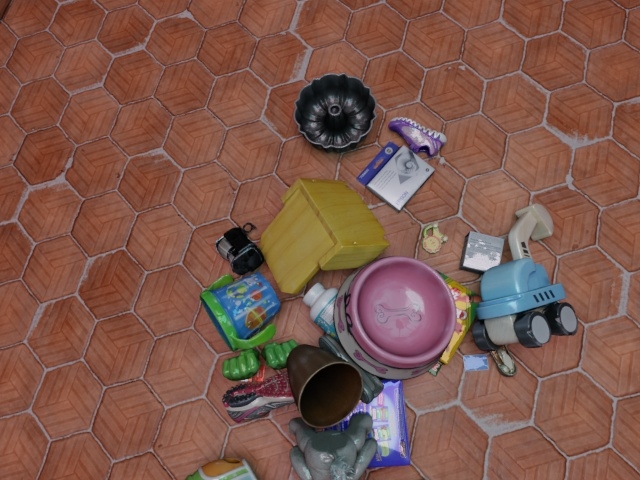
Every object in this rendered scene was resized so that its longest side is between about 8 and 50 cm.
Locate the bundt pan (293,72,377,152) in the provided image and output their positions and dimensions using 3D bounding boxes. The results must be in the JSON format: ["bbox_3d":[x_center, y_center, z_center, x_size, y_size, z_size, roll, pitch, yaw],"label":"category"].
[{"bbox_3d":[0.062,-0.492,1.813,0.330,0.124,0.331,-1,75,5],"label":"bundt pan"}]

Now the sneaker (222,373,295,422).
[{"bbox_3d":[-0.183,0.548,1.575,0.298,0.121,0.112,-12,111,9],"label":"sneaker"}]

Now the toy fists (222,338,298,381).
[{"bbox_3d":[-0.202,0.413,1.569,0.278,0.142,0.096,-13,74,-10],"label":"toy fists"}]

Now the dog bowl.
[{"bbox_3d":[0.252,0.233,1.465,0.407,0.150,0.409,3,68,-7],"label":"dog bowl"}]

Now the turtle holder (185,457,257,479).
[{"bbox_3d":[-0.286,0.852,1.438,0.227,0.243,0.320,-30,65,-21],"label":"turtle holder"}]

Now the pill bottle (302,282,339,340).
[{"bbox_3d":[0.062,0.268,1.604,0.264,0.146,0.146,40,82,14],"label":"pill bottle"}]

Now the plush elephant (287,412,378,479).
[{"bbox_3d":[0.048,0.696,1.328,0.271,0.330,0.256,-5,98,-4],"label":"plush elephant"}]

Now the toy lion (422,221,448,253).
[{"bbox_3d":[0.421,-0.006,1.705,0.096,0.034,0.100,-33,75,4],"label":"toy lion"}]

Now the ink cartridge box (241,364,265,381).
[{"bbox_3d":[-0.261,0.477,1.638,0.114,0.029,0.063,3,75,6],"label":"ink cartridge box"}]

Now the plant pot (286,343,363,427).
[{"bbox_3d":[-0.017,0.429,1.437,0.215,0.230,0.216,-8,108,-25],"label":"plant pot"}]

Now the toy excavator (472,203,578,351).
[{"bbox_3d":[0.677,0.107,1.520,0.432,0.222,0.446,-8,80,-31],"label":"toy excavator"}]

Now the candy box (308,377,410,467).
[{"bbox_3d":[0.124,0.606,1.524,0.316,0.122,0.269,-4,76,3],"label":"candy box"}]

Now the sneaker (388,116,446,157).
[{"bbox_3d":[0.369,-0.400,1.783,0.236,0.095,0.105,26,87,10],"label":"sneaker"}]

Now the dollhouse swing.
[{"bbox_3d":[0.000,0.000,1.667,0.314,0.305,0.347,-2,46,-37],"label":"dollhouse swing"}]

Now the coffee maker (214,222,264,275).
[{"bbox_3d":[-0.286,0.024,1.673,0.171,0.120,0.178,-57,40,1],"label":"coffee maker"}]

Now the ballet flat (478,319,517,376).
[{"bbox_3d":[0.614,0.367,1.570,0.072,0.068,0.213,-24,74,-2],"label":"ballet flat"}]

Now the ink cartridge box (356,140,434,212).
[{"bbox_3d":[0.290,-0.259,1.772,0.224,0.045,0.223,39,82,13],"label":"ink cartridge box"}]

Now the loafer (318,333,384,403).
[{"bbox_3d":[0.099,0.413,1.503,0.084,0.096,0.267,-24,58,-32],"label":"loafer"}]

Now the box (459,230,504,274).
[{"bbox_3d":[0.585,0.050,1.653,0.126,0.072,0.137,14,78,8],"label":"box"}]

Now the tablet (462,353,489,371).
[{"bbox_3d":[0.545,0.429,1.592,0.083,0.006,0.054,-5,75,4],"label":"tablet"}]

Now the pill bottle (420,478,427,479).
[{"bbox_3d":[0.317,0.816,1.492,0.083,0.043,0.044,-12,75,2],"label":"pill bottle"}]

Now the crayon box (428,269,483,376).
[{"bbox_3d":[0.408,0.291,1.602,0.202,0.081,0.319,31,81,11],"label":"crayon box"}]

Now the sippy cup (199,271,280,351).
[{"bbox_3d":[-0.272,0.234,1.604,0.224,0.240,0.306,-31,79,-22],"label":"sippy cup"}]
